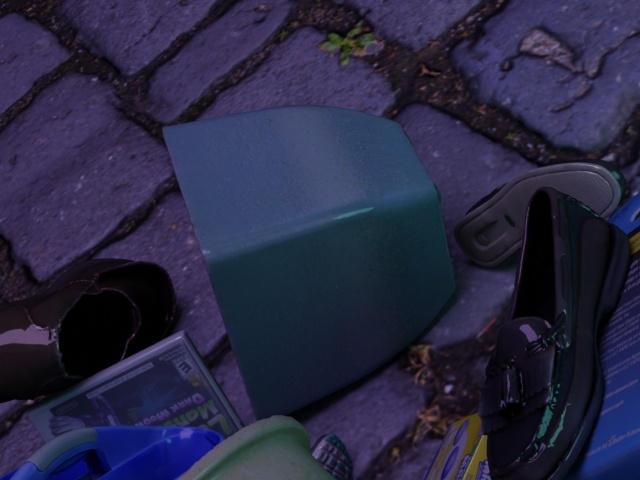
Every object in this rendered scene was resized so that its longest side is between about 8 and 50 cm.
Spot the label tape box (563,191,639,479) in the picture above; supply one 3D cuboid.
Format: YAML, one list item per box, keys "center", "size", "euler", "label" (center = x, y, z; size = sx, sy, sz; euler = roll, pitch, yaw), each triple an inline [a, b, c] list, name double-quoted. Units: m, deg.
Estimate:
- center: [0.297, 0.089, 1.299]
  size: [0.347, 0.115, 0.249]
  euler: [-63, 9, -32]
  label: "label tape box"

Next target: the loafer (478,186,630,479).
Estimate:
- center: [0.178, 0.079, 1.265]
  size: [0.109, 0.095, 0.302]
  euler: [-31, 25, 43]
  label: "loafer"

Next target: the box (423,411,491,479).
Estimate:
- center: [0.135, 0.206, 1.352]
  size: [0.105, 0.043, 0.179]
  euler: [-62, 6, -18]
  label: "box"

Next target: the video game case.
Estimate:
- center: [-0.179, 0.206, 1.578]
  size: [0.190, 0.173, 0.022]
  euler: [-27, 17, 10]
  label: "video game case"

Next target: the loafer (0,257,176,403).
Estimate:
- center: [-0.243, 0.104, 1.664]
  size: [0.130, 0.134, 0.366]
  euler: [-4, 11, 23]
  label: "loafer"

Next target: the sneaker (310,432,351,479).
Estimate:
- center: [-0.026, 0.261, 1.495]
  size: [0.076, 0.065, 0.166]
  euler: [-5, 45, 38]
  label: "sneaker"

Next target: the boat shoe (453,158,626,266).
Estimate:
- center: [0.230, -0.042, 1.556]
  size: [0.079, 0.084, 0.233]
  euler: [-39, 7, -34]
  label: "boat shoe"

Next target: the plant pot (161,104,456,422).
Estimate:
- center: [0.000, 0.000, 1.611]
  size: [0.252, 0.248, 0.247]
  euler: [-18, 38, -4]
  label: "plant pot"

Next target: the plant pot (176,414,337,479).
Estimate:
- center: [-0.008, 0.358, 1.157]
  size: [0.305, 0.334, 0.334]
  euler: [36, 74, 20]
  label: "plant pot"

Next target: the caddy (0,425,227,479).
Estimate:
- center: [-0.221, 0.267, 1.409]
  size: [0.241, 0.179, 0.341]
  euler: [-9, 10, 30]
  label: "caddy"
